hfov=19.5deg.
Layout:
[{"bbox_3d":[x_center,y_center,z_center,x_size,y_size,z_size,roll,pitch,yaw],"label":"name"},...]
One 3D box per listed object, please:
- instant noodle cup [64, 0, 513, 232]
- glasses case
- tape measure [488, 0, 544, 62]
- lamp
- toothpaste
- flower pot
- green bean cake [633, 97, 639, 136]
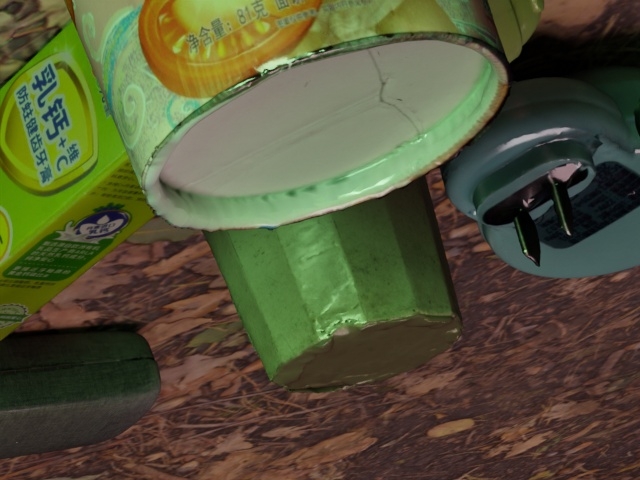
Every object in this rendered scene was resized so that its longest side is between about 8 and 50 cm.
[{"bbox_3d":[-0.031,-0.146,0.949,0.243,0.231,0.243,-16,159,-6],"label":"instant noodle cup"},{"bbox_3d":[-0.298,0.141,1.610,0.323,0.074,0.131,-4,152,-34],"label":"glasses case"},{"bbox_3d":[0.055,-0.135,1.105,0.177,0.154,0.087,-28,115,-9],"label":"tape measure"},{"bbox_3d":[0.206,-0.056,1.467,0.209,0.147,0.284,-35,162,30],"label":"lamp"},{"bbox_3d":[-0.192,-0.032,1.241,0.077,0.110,0.327,8,145,-45],"label":"toothpaste"},{"bbox_3d":[0.000,0.000,1.369,0.212,0.203,0.212,-14,160,-5],"label":"flower pot"},{"bbox_3d":[0.355,-0.130,1.220,0.300,0.169,0.308,-60,162,-2],"label":"green bean cake"}]
